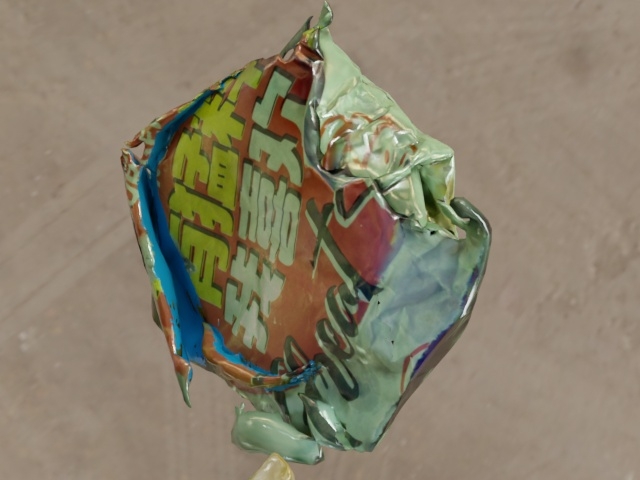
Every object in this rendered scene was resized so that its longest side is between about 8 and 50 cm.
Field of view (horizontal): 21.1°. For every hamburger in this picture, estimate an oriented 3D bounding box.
[{"bbox_3d":[0.003,0.007,1.125,0.260,0.150,0.276,-48,63,27],"label":"hamburger"}]

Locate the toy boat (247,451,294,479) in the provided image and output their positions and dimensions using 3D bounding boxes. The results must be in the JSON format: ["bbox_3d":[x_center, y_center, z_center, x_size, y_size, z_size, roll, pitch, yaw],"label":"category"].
[{"bbox_3d":[-0.108,0.228,0.810,0.310,0.089,0.115,-46,55,1],"label":"toy boat"}]
